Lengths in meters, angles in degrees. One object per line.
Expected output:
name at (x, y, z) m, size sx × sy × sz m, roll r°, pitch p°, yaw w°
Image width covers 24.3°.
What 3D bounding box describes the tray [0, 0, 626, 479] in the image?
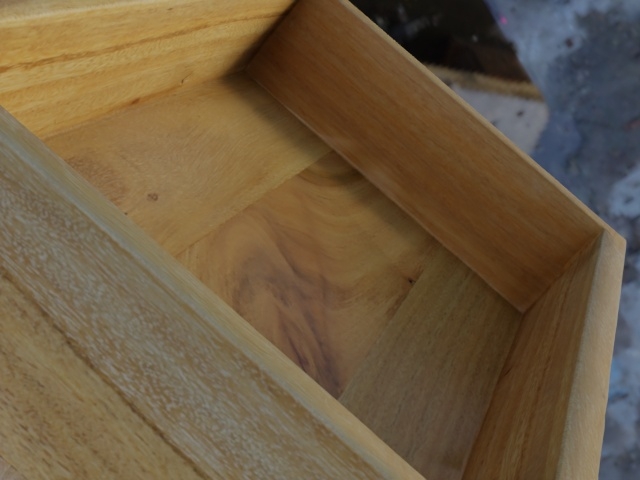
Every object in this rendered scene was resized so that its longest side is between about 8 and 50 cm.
tray at (0.000, 0.000, 0.510) m, size 0.203 × 0.411 × 0.076 m, roll 41°, pitch 108°, yaw 2°
